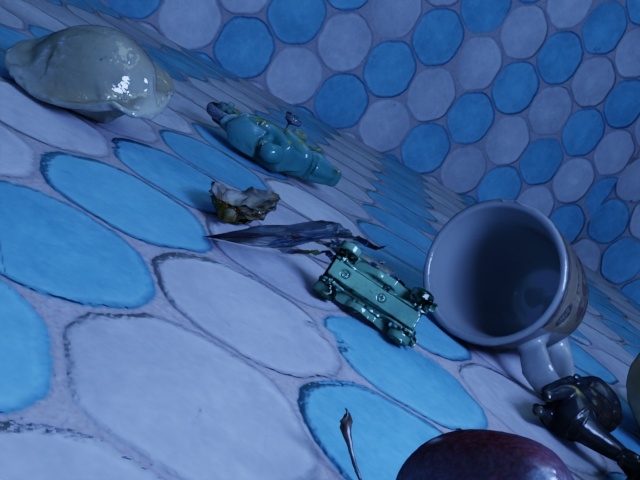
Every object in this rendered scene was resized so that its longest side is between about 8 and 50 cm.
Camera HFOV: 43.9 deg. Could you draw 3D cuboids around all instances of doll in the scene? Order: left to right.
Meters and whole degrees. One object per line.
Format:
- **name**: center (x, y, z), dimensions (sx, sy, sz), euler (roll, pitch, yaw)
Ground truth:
- **doll**: center (0.068, 0.031, 1.271), dimensions (0.125, 0.027, 0.037), euler (34, 20, 14)

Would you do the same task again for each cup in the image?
- **cup**: center (0.335, 0.108, 1.249), dimensions (0.257, 0.227, 0.301), euler (23, 44, -49)

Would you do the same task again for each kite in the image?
- **kite**: center (0.000, 0.002, 1.053), dimensions (0.169, 0.015, 0.310), euler (-9, -10, 31)

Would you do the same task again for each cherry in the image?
- **cherry**: center (0.100, 0.163, 0.547), dimensions (0.115, 0.148, 0.188), euler (-15, 59, -13)

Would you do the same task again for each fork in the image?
- **fork**: center (0.552, 0.208, 1.739), dimensions (0.115, 0.016, 0.012), euler (28, 5, -21)

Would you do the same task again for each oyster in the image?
- **oyster**: center (-0.113, -0.049, 1.108), dimensions (0.103, 0.051, 0.148), euler (16, 8, 14)

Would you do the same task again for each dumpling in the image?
- **dumpling**: center (-0.340, -0.238, 1.172), dimensions (0.252, 0.131, 0.179), euler (15, 39, -17)

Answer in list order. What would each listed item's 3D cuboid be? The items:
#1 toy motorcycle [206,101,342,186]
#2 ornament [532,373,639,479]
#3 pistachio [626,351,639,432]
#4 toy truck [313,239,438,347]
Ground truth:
- **toy motorcycle**: center (-0.088, -0.198, 1.618), dimensions (0.296, 0.109, 0.198), euler (22, 17, -28)
- **ornament**: center (0.405, 0.272, 1.021), dimensions (0.236, 0.080, 0.202), euler (37, 17, 35)
- **pistachio**: center (0.585, 0.241, 1.253), dimensions (0.193, 0.214, 0.318), euler (34, 1, 20)
- **toy truck**: center (0.068, 0.075, 1.034), dimensions (0.154, 0.080, 0.078), euler (32, -14, 3)
